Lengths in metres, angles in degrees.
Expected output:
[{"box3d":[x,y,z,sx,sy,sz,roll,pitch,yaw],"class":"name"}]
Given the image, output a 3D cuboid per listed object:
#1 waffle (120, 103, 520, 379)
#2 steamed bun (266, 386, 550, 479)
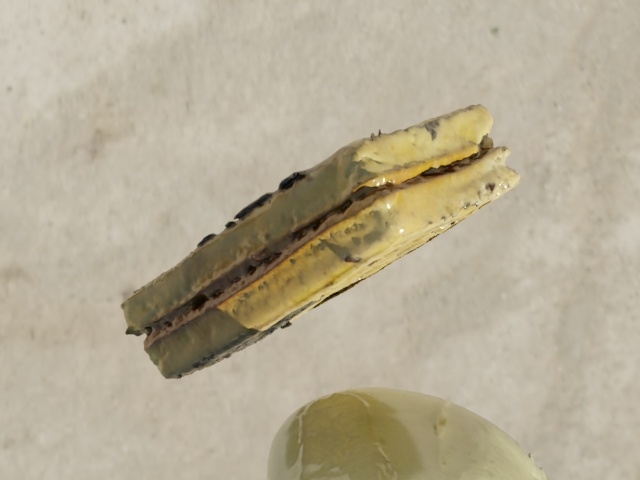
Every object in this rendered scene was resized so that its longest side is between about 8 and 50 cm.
[{"box3d":[0.000,0.000,1.688,0.376,0.261,0.114,-33,85,38],"class":"waffle"},{"box3d":[0.098,0.278,1.646,0.272,0.290,0.273,-27,124,1],"class":"steamed bun"}]
